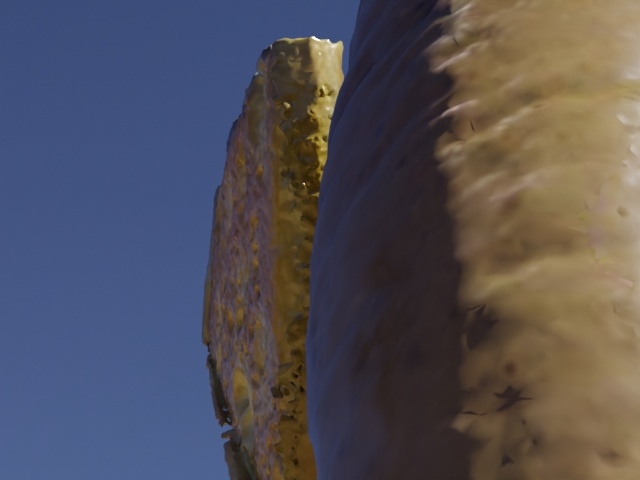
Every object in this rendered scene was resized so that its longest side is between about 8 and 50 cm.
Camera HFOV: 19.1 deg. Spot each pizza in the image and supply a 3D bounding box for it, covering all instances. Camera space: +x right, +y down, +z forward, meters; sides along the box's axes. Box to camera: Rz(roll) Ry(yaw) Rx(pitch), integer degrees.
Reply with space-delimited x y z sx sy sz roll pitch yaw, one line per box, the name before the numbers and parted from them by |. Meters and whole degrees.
pizza | -0.002 0.003 0.829 0.081 0.204 0.188 1 17 -11

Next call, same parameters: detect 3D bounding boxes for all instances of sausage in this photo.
sausage | 0.072 -0.041 0.509 0.123 0.500 0.136 -35 -62 31
